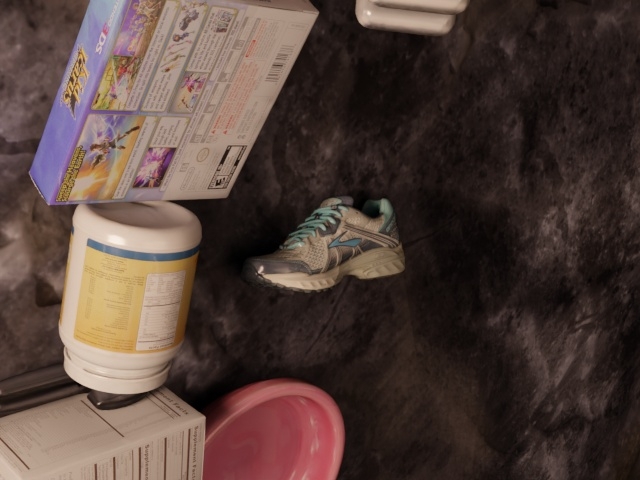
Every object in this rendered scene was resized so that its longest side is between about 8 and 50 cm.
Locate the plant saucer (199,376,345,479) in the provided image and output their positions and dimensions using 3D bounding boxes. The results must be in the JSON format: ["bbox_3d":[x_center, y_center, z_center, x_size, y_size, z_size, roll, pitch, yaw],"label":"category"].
[{"bbox_3d":[-0.110,0.342,1.436,0.332,0.084,0.332,-22,125,-35],"label":"plant saucer"}]

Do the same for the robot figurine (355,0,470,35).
[{"bbox_3d":[0.114,-0.419,1.120,0.200,0.300,0.353,6,83,-9],"label":"robot figurine"}]

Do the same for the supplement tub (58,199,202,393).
[{"bbox_3d":[-0.220,0.059,1.126,0.144,0.144,0.199,-6,115,-43],"label":"supplement tub"}]

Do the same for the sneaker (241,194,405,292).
[{"bbox_3d":[0.000,0.000,1.368,0.283,0.110,0.122,-11,101,-44],"label":"sneaker"}]

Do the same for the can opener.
[{"bbox_3d":[-0.300,0.168,1.173,0.186,0.073,0.059,-2,116,-33],"label":"can opener"}]

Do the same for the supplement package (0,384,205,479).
[{"bbox_3d":[-0.277,0.275,1.190,0.244,0.139,0.134,-13,118,-40],"label":"supplement package"}]

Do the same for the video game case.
[{"bbox_3d":[-0.160,-0.161,1.066,0.244,0.061,0.269,-5,136,-44],"label":"video game case"}]
